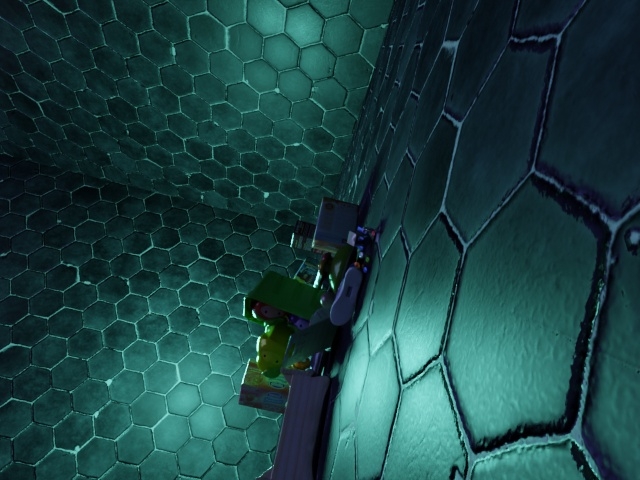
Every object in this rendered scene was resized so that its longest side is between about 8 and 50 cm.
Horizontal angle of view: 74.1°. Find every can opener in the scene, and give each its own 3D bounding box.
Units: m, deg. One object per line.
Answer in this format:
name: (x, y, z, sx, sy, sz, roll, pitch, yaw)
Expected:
can opener: (0.063, 0.146, 1.738, 0.059, 0.073, 0.186, -63, -1, -65)

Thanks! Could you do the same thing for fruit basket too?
fruit basket: (-0.150, 0.359, 1.714, 0.283, 0.393, 0.391, 109, 174, -57)

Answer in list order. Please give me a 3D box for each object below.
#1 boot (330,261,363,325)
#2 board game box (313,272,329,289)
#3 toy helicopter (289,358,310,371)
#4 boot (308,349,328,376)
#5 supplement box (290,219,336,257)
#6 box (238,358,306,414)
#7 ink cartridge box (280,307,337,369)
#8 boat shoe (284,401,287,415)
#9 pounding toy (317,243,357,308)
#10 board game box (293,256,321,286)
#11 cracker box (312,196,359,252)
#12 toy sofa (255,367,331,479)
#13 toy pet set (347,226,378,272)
boot: (0.085, 0.160, 1.277, 0.086, 0.069, 0.189, -52, -16, -77)
board game box: (0.027, 0.170, 1.862, 0.136, 0.030, 0.259, -35, -21, -32)
toy helicopter: (-0.183, 0.692, 2.066, 0.355, 0.235, 0.140, -85, 10, -71)
boot: (-0.033, 0.517, 1.638, 0.190, 0.076, 0.208, 151, 127, -67)
supplement box: (0.000, 0.000, 1.807, 0.130, 0.240, 0.073, 110, 174, -60)
box: (-0.198, 0.656, 1.879, 0.154, 0.300, 0.142, -80, 4, -59)
ink cartridge box: (-0.040, 0.329, 1.462, 0.066, 0.233, 0.189, 46, 134, 37)
boat shoe: (-0.085, 0.689, 1.569, 0.302, 0.113, 0.103, 92, -175, -48)
pounding toy: (0.037, 0.110, 1.390, 0.183, 0.110, 0.236, 65, -138, -70)
board game box: (-0.007, 0.155, 2.146, 0.194, 0.194, 0.060, -57, 14, 32)
cracker box: (0.063, -0.060, 1.721, 0.067, 0.156, 0.232, 107, 176, -52)
toy sofa: (-0.067, 0.607, 1.357, 0.150, 0.177, 0.362, 72, -155, -56)
toy pet set: (0.133, 0.015, 1.220, 0.114, 0.065, 0.122, 32, 116, 50)
